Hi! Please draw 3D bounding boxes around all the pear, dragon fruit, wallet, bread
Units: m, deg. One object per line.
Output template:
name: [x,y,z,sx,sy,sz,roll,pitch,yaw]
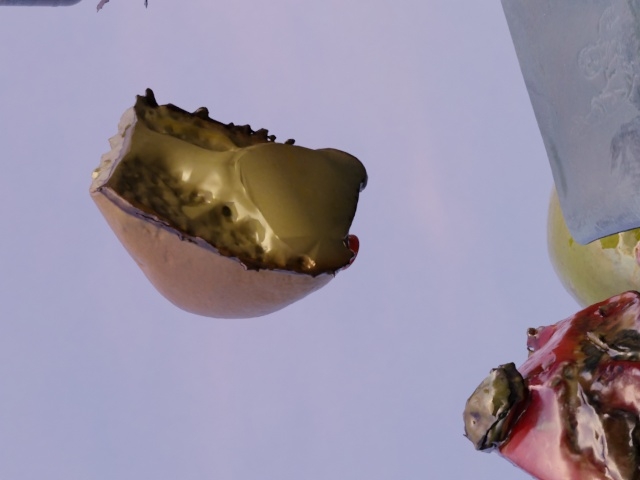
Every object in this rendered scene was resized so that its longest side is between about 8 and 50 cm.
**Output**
pear: [0.402,-0.058,1.926,0.287,0.287,0.375,-10,-80,-53]
dragon fruit: [0.220,0.118,0.985,0.282,0.211,0.147,31,-93,-15]
wallet: [0.281,-0.148,1.602,0.054,0.251,0.290,-18,-88,-26]
bread: [-0.097,-0.017,1.634,0.262,0.163,0.204,19,-143,-4]

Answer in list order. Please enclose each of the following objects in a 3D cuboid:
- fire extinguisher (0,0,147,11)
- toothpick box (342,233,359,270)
fire extinguisher: [-0.325,-0.274,1.608,0.337,0.135,0.114,-3,-132,-18]
toothpick box: [0.000,0.000,1.971,0.083,0.047,0.047,25,-128,-30]
